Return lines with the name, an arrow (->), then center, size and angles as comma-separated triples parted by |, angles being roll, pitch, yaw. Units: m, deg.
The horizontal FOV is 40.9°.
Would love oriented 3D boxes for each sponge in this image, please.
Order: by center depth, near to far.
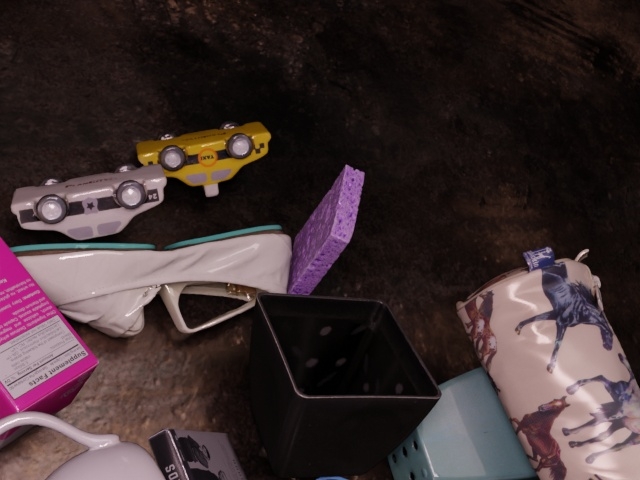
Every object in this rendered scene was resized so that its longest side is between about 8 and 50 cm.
sponge -> 0.000, 0.000, 1.171 | 0.031, 0.210, 0.117 | 20, 56, -12

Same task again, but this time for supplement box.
supplement box -> -0.363, 0.099, 0.933 | 0.220, 0.111, 0.114 | 51, 43, 8

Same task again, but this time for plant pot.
plant pot -> 0.008, 0.190, 1.066 | 0.188, 0.167, 0.187 | 4, 33, -25
plant pot -> 0.211, 0.264, 1.164 | 0.234, 0.166, 0.166 | -6, 65, -25

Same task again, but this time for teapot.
teapot -> -0.232, 0.328, 0.839 | 0.187, 0.253, 0.256 | -17, 45, -25

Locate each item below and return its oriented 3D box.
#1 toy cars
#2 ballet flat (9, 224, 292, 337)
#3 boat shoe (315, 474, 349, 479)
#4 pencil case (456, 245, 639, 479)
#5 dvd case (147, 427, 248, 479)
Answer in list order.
toy cars -> -0.222, -0.074, 1.143 | 0.393, 0.176, 0.087 | -32, 122, -48
ballet flat -> -0.207, 0.058, 1.091 | 0.400, 0.139, 0.139 | -5, 65, -31
boat shoe -> 0.091, 0.388, 1.064 | 0.258, 0.109, 0.089 | 20, 36, 1
pencil case -> 0.327, 0.213, 1.033 | 0.160, 0.183, 0.410 | 26, 37, -64
dvd case -> -0.107, 0.295, 0.941 | 0.029, 0.239, 0.179 | -27, 74, 1
